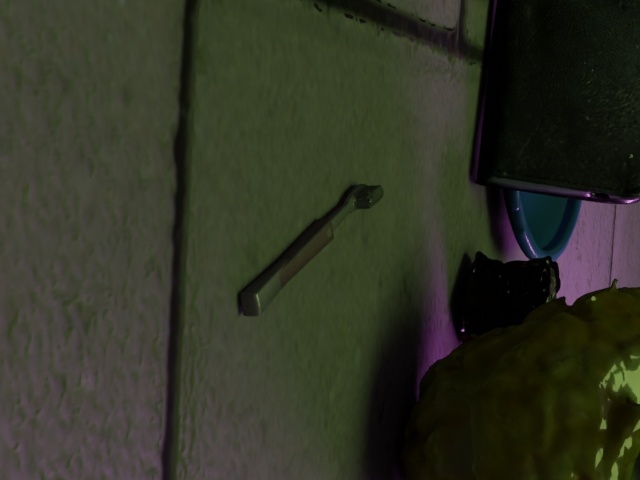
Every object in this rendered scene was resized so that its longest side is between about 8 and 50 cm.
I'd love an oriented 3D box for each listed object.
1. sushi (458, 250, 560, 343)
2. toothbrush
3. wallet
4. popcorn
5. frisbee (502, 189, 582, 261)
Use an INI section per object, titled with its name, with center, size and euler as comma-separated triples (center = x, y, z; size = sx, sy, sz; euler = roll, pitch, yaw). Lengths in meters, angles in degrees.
[sushi]
center = 0.167, 0.062, 1.146
size = 0.098, 0.084, 0.094
euler = 71, 27, -57
[toothbrush]
center = -0.002, 0.000, 0.772
size = 0.194, 0.017, 0.014
euler = -42, 127, -58
[wallet]
center = 0.236, -0.195, 1.172
size = 0.045, 0.173, 0.317
euler = 153, -57, -81
[popcorn]
center = 0.202, 0.162, 0.990
size = 0.247, 0.282, 0.282
euler = 54, 21, 6
[frisbee]
center = 0.214, -0.097, 1.290
size = 0.242, 0.045, 0.242
euler = -6, 97, -62
